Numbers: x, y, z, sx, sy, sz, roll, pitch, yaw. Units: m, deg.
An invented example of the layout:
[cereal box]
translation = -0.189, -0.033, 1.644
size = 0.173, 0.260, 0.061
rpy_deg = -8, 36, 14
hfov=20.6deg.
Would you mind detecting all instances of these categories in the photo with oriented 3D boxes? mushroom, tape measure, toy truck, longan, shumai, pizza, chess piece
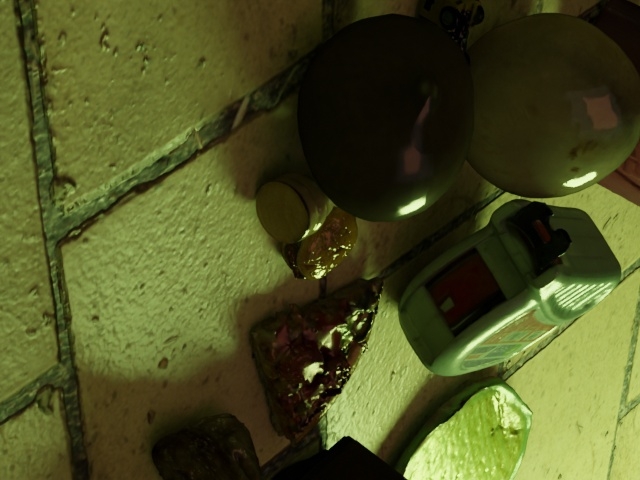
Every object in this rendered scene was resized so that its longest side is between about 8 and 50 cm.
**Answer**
[mushroom]
translation = 0.232, -0.152, 1.827
size = 0.204, 0.204, 0.204
rpy_deg = -35, 143, -33
[tape measure]
translation = 0.201, 0.044, 1.935
size = 0.246, 0.125, 0.243
rpy_deg = -35, 162, 23
[toy truck]
translation = 0.120, -0.206, 1.712
size = 0.049, 0.054, 0.083
rpy_deg = -17, 130, -48
[longan]
translation = 0.060, -0.110, 1.604
size = 0.189, 0.189, 0.189
rpy_deg = -35, 143, -33
[shumai]
translation = -0.098, 0.223, 1.729
size = 0.139, 0.123, 0.105
rpy_deg = 29, 82, -46
[pizza]
translation = -0.011, 0.128, 1.823
size = 0.193, 0.053, 0.201
rpy_deg = 9, 109, -57
[chess piece]
translation = 0.001, -0.045, 1.678
size = 0.122, 0.066, 0.066
rpy_deg = -27, 137, -46

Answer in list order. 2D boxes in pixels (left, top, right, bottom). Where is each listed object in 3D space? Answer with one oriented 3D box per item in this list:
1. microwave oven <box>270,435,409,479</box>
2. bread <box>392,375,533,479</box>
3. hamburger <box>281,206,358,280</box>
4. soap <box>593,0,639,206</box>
[microwave oven]
translation = 0.004, 0.367, 1.937
size = 0.247, 0.188, 0.178
rpy_deg = -39, 150, -36
[bread]
translation = 0.162, 0.304, 2.238
size = 0.301, 0.045, 0.301
rpy_deg = -32, 139, -33
[hamburger]
translation = 0.000, 0.000, 1.735
size = 0.083, 0.044, 0.076
rpy_deg = -46, 148, -24
[soap]
translation = 0.451, -0.104, 1.980
size = 0.128, 0.359, 0.233
rpy_deg = -49, 149, -17
